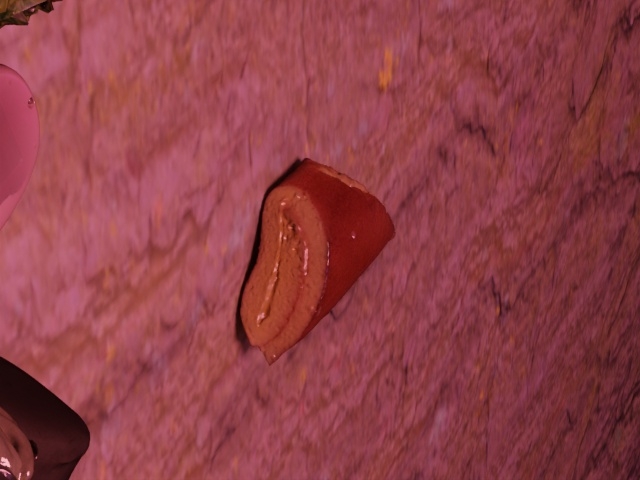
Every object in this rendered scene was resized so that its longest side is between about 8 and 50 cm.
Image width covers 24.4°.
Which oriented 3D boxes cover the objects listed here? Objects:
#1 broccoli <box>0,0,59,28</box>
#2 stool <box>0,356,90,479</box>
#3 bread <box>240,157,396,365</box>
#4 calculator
[{"bbox_3d":[-0.100,-0.219,0.628,0.308,0.275,0.308,-42,163,-16],"label":"broccoli"},{"bbox_3d":[-0.202,0.110,0.676,0.139,0.153,0.228,-61,-178,0],"label":"stool"},{"bbox_3d":[0.001,0.000,1.175,0.192,0.067,0.119,-50,145,-44],"label":"bread"},{"bbox_3d":[-0.201,-0.026,0.784,0.166,0.024,0.103,-57,150,-35],"label":"calculator"}]
